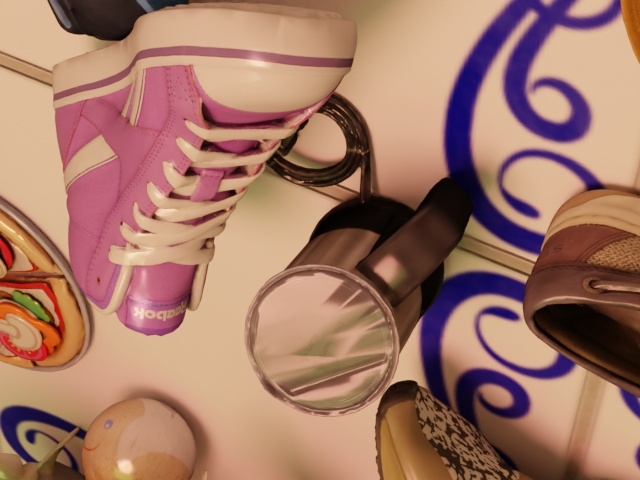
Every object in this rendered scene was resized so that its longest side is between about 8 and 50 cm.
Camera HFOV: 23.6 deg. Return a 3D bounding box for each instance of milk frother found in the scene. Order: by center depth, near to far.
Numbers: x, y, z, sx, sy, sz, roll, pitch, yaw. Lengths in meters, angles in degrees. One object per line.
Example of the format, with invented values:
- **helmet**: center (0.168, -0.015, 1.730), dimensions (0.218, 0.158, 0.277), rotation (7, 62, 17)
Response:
- **milk frother**: center (0.000, 0.000, 0.837), dimensions (0.143, 0.135, 0.129), rotation (30, 111, 4)

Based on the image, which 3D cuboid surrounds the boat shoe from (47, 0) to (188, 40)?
- **boat shoe**: center (-0.160, -0.200, 0.772), dimensions (0.089, 0.109, 0.258), rotation (-8, 123, 28)

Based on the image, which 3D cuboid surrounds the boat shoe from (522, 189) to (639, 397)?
- **boat shoe**: center (0.232, 0.074, 0.771), dimensions (0.285, 0.092, 0.103), rotation (29, 142, 10)

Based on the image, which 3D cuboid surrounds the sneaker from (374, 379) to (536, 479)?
- **sneaker**: center (0.207, 0.211, 0.941), dimensions (0.410, 0.158, 0.182), rotation (44, 111, -7)

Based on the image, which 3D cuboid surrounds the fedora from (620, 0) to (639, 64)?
- **fedora**: center (0.200, -0.071, 0.645), dimensions (0.194, 0.079, 0.194), rotation (24, 147, 17)

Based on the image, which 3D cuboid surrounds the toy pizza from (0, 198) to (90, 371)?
- **toy pizza**: center (-0.263, 0.031, 1.155), dimensions (0.201, 0.032, 0.201), rotation (21, 140, 19)

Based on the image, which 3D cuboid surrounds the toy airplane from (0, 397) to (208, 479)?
- **toy airplane**: center (-0.132, 0.258, 1.147), dimensions (0.386, 0.272, 0.384), rotation (10, 174, 18)

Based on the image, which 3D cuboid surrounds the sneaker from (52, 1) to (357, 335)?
- **sneaker**: center (-0.061, -0.031, 0.799), dimensions (0.282, 0.102, 0.161), rotation (171, 99, -64)
